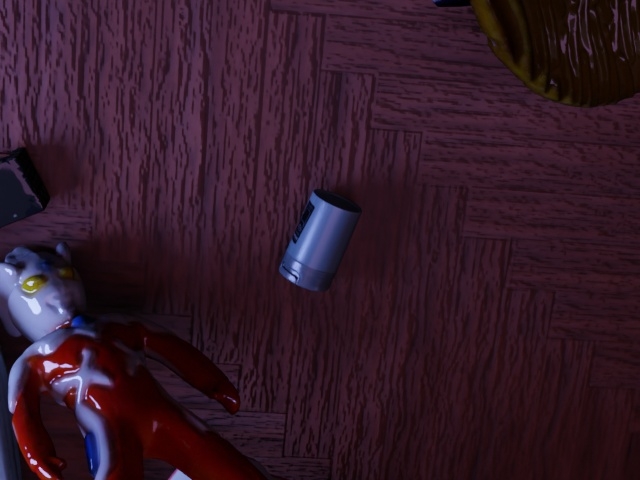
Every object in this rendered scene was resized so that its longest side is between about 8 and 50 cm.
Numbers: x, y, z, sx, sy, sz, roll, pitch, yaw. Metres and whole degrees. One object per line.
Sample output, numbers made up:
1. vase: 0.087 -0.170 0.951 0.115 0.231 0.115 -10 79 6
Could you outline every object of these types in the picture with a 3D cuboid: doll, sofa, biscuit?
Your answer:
1. doll: -0.176 0.133 1.011 0.188 0.384 0.099 -19 139 -35
2. sofa: -0.314 -0.036 1.079 0.118 0.039 0.060 -22 110 3
3. biscuit: 0.231 -0.263 0.949 0.318 0.040 0.318 -9 106 -35

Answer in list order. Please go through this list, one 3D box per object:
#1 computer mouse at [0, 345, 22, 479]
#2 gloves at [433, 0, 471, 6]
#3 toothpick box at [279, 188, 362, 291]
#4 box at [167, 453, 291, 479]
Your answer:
1. computer mouse: -0.372 0.187 1.100 0.197 0.095 0.331 4 113 24
2. gloves: 0.124 -0.307 0.968 0.131 0.140 0.218 -11 97 -35
3. toothpick box: 0.000 0.000 1.104 0.052 0.052 0.083 21 105 -10
4. box: -0.041 0.423 1.073 0.300 0.314 0.312 28 107 -40
